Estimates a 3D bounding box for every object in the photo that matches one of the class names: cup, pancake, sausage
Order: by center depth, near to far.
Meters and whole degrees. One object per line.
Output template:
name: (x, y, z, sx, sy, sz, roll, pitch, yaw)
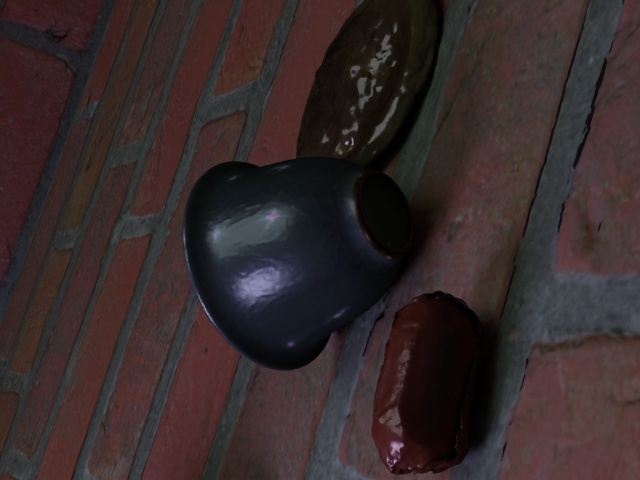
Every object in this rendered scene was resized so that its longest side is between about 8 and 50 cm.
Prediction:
sausage: (0.079, 0.106, 0.912, 0.076, 0.076, 0.141, -29, 46, 57)
cup: (0.000, 0.000, 1.081, 0.150, 0.199, 0.199, -23, 47, 36)
pancake: (0.039, -0.160, 1.261, 0.242, 0.050, 0.242, -48, 31, 41)
